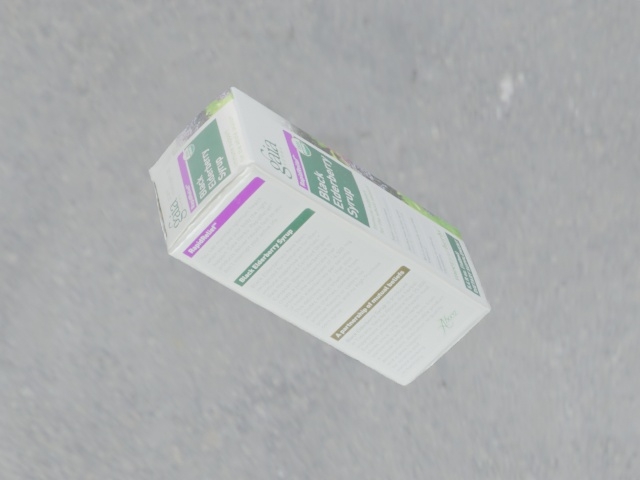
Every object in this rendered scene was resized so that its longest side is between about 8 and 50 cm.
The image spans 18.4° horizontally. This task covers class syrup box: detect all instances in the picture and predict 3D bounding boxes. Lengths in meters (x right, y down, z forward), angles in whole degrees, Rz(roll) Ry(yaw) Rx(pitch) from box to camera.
[{"bbox_3d":[0.000,0.000,1.399,0.096,0.237,0.093,-44,36,20],"label":"syrup box"}]
